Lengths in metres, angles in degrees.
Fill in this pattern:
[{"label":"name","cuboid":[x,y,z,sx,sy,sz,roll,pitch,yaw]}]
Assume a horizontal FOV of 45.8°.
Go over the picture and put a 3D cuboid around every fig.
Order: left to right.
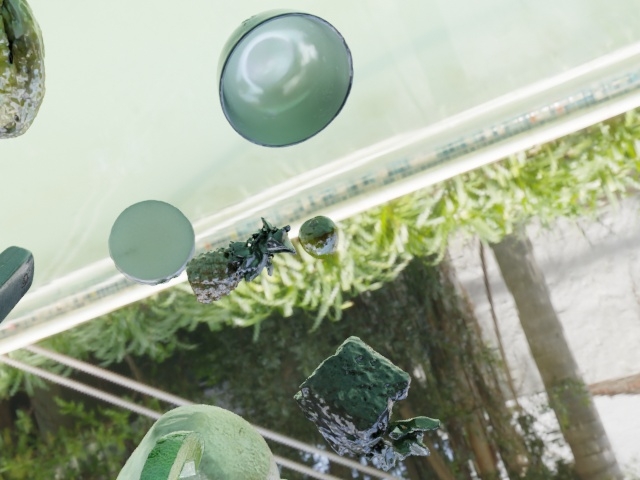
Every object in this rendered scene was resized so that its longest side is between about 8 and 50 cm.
[{"label":"fig","cuboid":[0.000,0.000,1.376,0.074,0.088,0.074,-14,-145,10]}]

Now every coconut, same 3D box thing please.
[{"label":"coconut","cuboid":[-0.296,0.615,1.841,0.415,0.415,0.344,-23,172,37]}]

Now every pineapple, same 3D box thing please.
[{"label":"pineapple","cuboid":[-0.159,0.036,1.545,0.237,0.119,0.111,-26,179,7]}]

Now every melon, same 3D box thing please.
[{"label":"melon","cuboid":[-0.284,0.430,1.476,0.064,0.118,0.209,4,170,11]}]

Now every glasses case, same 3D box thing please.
[{"label":"glasses case","cuboid":[-0.784,0.143,1.784,0.323,0.074,0.131,-68,177,-54]}]

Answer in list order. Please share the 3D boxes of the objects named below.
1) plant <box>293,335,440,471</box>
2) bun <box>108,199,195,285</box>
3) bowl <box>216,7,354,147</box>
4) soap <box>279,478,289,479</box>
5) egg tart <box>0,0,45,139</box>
[{"label":"plant","cuboid":[0.111,0.390,1.705,0.213,0.312,0.215,-36,168,-35]},{"label":"bun","cuboid":[-0.503,0.021,2.300,0.263,0.263,0.175,-19,169,-10]},{"label":"bowl","cuboid":[-0.110,-0.433,1.919,0.353,0.354,0.185,-19,-140,-12]},{"label":"soap","cuboid":[-0.026,0.440,1.088,0.140,0.073,0.232,20,-172,4]},{"label":"egg tart","cuboid":[-0.519,-0.276,1.119,0.278,0.279,0.095,-22,-178,36]}]
